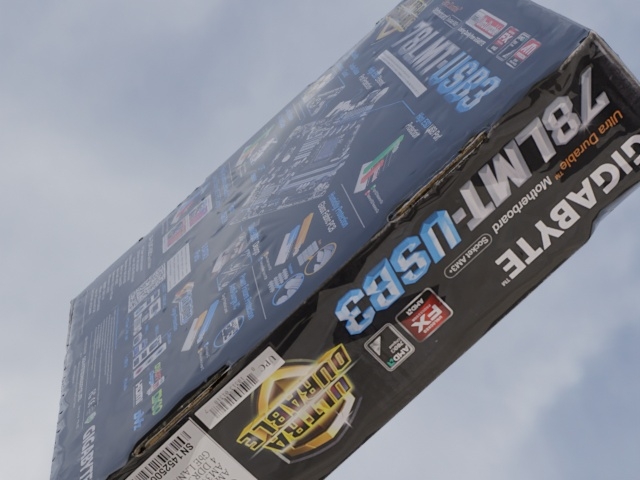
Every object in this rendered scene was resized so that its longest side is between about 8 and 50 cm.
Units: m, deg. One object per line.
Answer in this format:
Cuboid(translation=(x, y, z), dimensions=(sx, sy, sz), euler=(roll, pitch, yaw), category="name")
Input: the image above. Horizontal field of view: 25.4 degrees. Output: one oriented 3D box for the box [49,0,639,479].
Cuboid(translation=(0.000, 0.000, 0.680), dimensions=(0.293, 0.295, 0.073), euler=(-41, -73, 6), category="box")
